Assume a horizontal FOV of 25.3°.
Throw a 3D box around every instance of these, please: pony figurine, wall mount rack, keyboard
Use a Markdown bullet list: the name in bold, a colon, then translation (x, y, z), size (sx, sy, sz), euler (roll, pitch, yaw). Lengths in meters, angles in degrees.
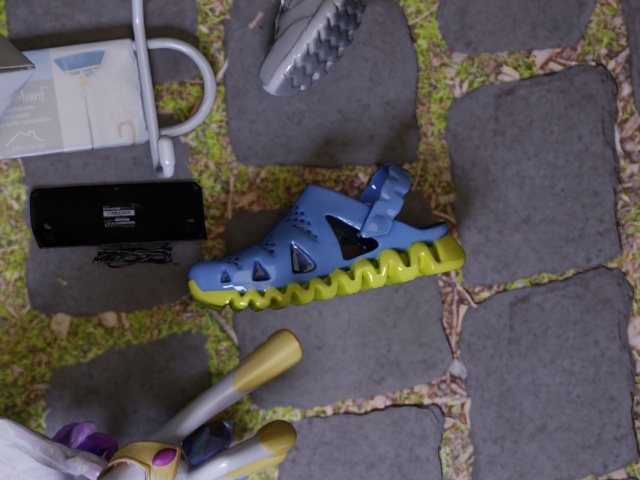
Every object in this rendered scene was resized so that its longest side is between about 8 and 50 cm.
- **pony figurine**: translation (-0.206, 0.254, 1.451), size (0.363, 0.351, 0.302), euler (-27, 82, -38)
- **wall mount rack**: translation (-0.281, -0.202, 1.510), size (0.350, 0.130, 0.304), euler (-9, 93, -13)
- **keyboard**: translation (-0.224, -0.012, 1.585), size (0.192, 0.038, 0.100), euler (-3, 69, -12)

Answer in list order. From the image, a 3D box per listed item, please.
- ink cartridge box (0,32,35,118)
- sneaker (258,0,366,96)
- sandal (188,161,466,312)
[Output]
- **ink cartridge box**: translation (-0.458, -0.179, 1.398), size (0.289, 0.121, 0.211), euler (43, 109, 7)
- **sneaker**: translation (-0.005, -0.295, 1.604), size (0.115, 0.105, 0.281), euler (26, 87, 18)
- **sandal**: translation (0.000, 0.000, 1.592), size (0.317, 0.126, 0.138), euler (-14, 91, -20)
